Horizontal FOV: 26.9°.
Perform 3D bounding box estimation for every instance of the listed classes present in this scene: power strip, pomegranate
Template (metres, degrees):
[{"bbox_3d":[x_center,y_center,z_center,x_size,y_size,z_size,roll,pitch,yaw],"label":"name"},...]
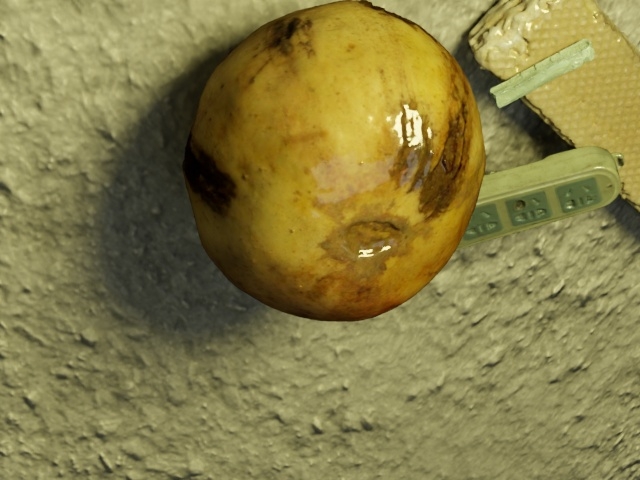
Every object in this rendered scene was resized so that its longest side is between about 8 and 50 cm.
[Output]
[{"bbox_3d":[0.215,-0.044,1.551,0.286,0.048,0.080,-16,137,8],"label":"power strip"},{"bbox_3d":[0.014,-0.079,1.345,0.322,0.322,0.322,-11,126,-15],"label":"pomegranate"}]

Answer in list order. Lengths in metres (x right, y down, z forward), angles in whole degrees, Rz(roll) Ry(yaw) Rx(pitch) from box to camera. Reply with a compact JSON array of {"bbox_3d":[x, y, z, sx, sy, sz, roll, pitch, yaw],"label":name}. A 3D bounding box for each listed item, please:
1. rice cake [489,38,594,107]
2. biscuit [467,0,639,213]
[{"bbox_3d":[0.238,-0.179,1.438,0.121,0.021,0.022,-28,139,1],"label":"rice cake"},{"bbox_3d":[0.338,-0.151,1.560,0.144,0.078,0.426,-43,127,12],"label":"biscuit"}]
